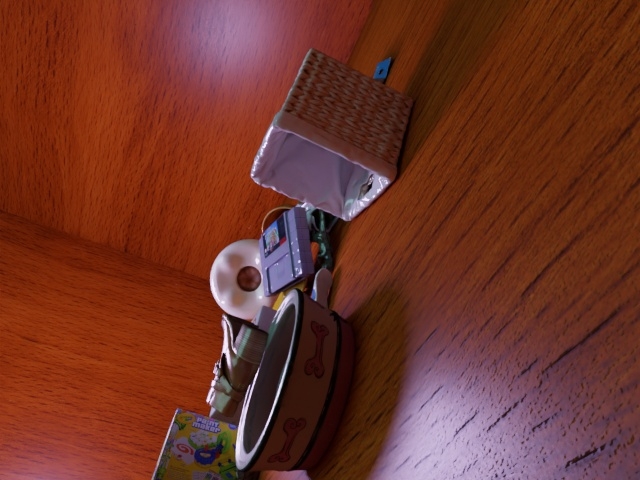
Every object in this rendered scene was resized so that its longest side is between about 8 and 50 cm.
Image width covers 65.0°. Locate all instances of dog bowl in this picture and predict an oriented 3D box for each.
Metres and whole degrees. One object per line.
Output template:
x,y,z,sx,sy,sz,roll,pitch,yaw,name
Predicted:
-0.056,0.324,1.138,0.408,0.150,0.408,-160,90,-79,dog bowl

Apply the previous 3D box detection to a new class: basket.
0.024,-0.268,1.349,0.328,0.331,0.267,135,155,-65,basket

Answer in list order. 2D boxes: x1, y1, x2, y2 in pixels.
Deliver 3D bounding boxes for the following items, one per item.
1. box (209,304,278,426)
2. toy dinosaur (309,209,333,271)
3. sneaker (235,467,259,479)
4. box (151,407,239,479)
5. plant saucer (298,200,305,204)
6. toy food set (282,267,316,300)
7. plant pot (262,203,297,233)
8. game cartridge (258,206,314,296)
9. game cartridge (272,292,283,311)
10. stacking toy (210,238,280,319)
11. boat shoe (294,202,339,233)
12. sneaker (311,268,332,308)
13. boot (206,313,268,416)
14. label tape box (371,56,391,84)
-0.183,0.396,1.519,0.345,0.168,0.215,-55,18,41,box
0.000,0.000,1.585,0.118,0.063,0.268,127,136,-63,toy dinosaur
-0.226,0.710,1.491,0.066,0.071,0.189,128,160,-58,sneaker
-0.371,0.730,1.593,0.177,0.289,0.279,121,166,-47,box
-0.048,-0.155,1.698,0.083,0.015,0.083,-48,26,34,plant saucer
-0.058,0.138,1.749,0.128,0.071,0.218,43,116,53,toy food set
-0.118,-0.065,2.104,0.205,0.205,0.188,-66,-4,22,plant pot
-0.129,0.046,1.715,0.355,0.068,0.230,-36,63,59,game cartridge
-0.168,0.352,1.944,0.324,0.052,0.285,-87,20,-50,game cartridge
-0.295,0.184,2.387,0.480,0.350,0.351,45,-115,-83,stacking toy
-0.007,-0.064,1.712,0.367,0.135,0.157,-40,33,51,boat shoe
-0.010,0.159,1.453,0.084,0.058,0.152,-44,33,48,sneaker
-0.230,0.317,1.309,0.283,0.109,0.220,9,76,61,boot
0.128,-0.516,1.862,0.249,0.115,0.348,-109,38,-73,label tape box
